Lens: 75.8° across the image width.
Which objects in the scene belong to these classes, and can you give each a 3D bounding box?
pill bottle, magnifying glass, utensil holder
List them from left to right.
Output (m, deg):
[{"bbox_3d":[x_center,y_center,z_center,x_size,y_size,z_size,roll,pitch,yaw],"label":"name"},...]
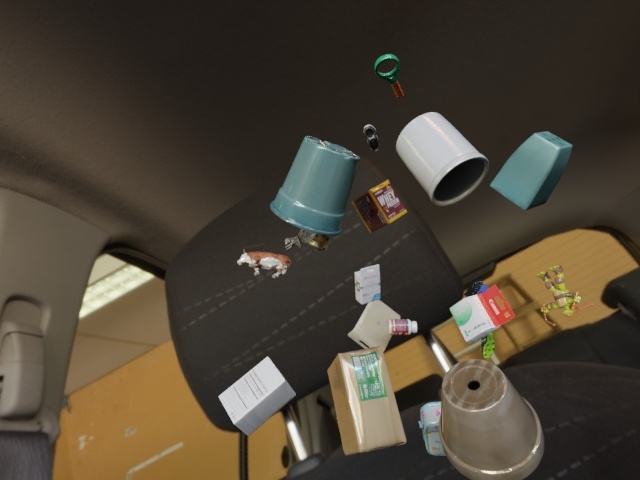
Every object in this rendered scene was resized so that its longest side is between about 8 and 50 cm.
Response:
[{"bbox_3d":[0.272,-0.620,1.565,0.092,0.026,0.231,-19,-26,21],"label":"magnifying glass"},{"bbox_3d":[0.443,0.470,2.231,0.151,0.086,0.086,-1,-28,3],"label":"pill bottle"},{"bbox_3d":[0.619,-0.428,2.135,0.327,0.386,0.328,-19,-33,-13],"label":"utensil holder"}]

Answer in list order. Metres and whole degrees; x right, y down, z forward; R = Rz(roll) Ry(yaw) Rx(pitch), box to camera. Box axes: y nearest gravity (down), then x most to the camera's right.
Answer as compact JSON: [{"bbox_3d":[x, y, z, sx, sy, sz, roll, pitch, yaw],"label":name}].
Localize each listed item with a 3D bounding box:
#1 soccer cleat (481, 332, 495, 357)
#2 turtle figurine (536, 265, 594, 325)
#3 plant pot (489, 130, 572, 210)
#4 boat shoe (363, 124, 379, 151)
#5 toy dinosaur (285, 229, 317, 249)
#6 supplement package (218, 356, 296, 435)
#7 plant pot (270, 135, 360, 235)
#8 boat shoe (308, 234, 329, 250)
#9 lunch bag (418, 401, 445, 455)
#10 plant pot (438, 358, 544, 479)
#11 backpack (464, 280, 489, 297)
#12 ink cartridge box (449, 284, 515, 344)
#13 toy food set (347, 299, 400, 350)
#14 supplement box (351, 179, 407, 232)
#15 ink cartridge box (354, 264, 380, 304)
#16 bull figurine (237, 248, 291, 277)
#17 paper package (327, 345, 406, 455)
[{"bbox_3d":[0.793,0.469,1.963,0.060,0.179,0.072,2,3,-5],"label":"soccer cleat"},{"bbox_3d":[0.977,0.215,1.655,0.087,0.218,0.270,-9,-22,-10],"label":"turtle figurine"},{"bbox_3d":[0.777,-0.262,1.488,0.165,0.166,0.235,-16,-40,-36],"label":"plant pot"},{"bbox_3d":[0.201,-0.396,1.601,0.046,0.038,0.125,-16,-34,11],"label":"boat shoe"},{"bbox_3d":[-0.068,-0.036,2.513,0.313,0.161,0.121,-17,-33,35],"label":"toy dinosaur"},{"bbox_3d":[-0.298,0.743,1.970,0.292,0.175,0.178,-37,-44,-15],"label":"supplement package"},{"bbox_3d":[-0.005,-0.247,1.772,0.340,0.341,0.335,2,-64,-45],"label":"plant pot"},{"bbox_3d":[0.000,0.000,1.845,0.072,0.068,0.190,-61,-10,7],"label":"boat shoe"},{"bbox_3d":[0.505,0.740,1.629,0.223,0.108,0.280,-8,-54,10],"label":"lunch bag"},{"bbox_3d":[0.511,0.542,1.303,0.322,0.323,0.281,-28,-62,-1],"label":"plant pot"},{"bbox_3d":[0.911,0.298,2.380,0.101,0.098,0.120,35,-92,-24],"label":"backpack"},{"bbox_3d":[0.689,0.311,1.771,0.056,0.181,0.225,26,-58,-33],"label":"ink cartridge box"},{"bbox_3d":[0.317,0.493,2.415,0.306,0.219,0.092,-55,6,-32],"label":"toy food set"},{"bbox_3d":[0.294,-0.168,2.075,0.129,0.192,0.194,-31,0,-28],"label":"supplement box"},{"bbox_3d":[0.218,0.192,1.899,0.104,0.060,0.180,-12,-69,-21],"label":"ink cartridge box"},{"bbox_3d":[-0.323,0.126,2.341,0.309,0.188,0.101,2,-62,-5],"label":"bull figurine"},{"bbox_3d":[0.154,0.582,1.481,0.167,0.325,0.310,-6,-28,-12],"label":"paper package"}]
